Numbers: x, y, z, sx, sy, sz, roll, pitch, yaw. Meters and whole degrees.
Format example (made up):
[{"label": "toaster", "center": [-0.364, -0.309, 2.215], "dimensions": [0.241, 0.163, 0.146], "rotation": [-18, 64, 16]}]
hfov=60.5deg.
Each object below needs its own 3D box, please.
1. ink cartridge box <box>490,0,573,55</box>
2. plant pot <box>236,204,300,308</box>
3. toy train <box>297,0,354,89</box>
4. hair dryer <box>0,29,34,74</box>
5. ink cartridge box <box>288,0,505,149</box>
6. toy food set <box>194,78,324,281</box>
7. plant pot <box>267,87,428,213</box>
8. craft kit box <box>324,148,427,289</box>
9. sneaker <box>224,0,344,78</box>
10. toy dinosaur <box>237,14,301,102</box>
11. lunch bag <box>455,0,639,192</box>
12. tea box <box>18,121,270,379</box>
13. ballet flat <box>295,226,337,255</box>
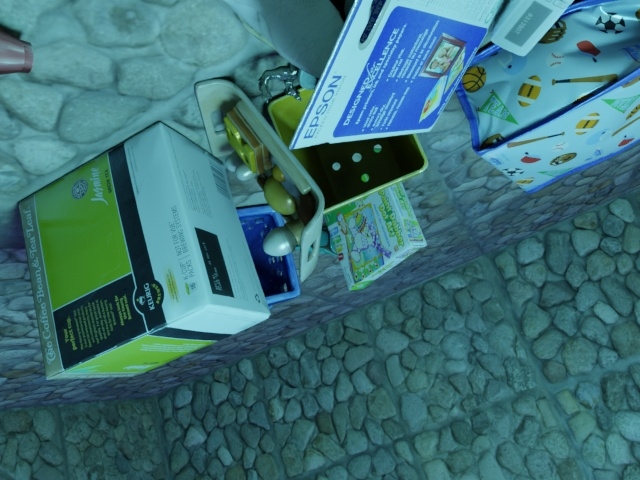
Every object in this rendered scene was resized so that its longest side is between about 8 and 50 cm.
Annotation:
[{"label": "ink cartridge box", "center": [0.286, -0.364, 0.646], "dimensions": [0.066, 0.232, 0.189], "rotation": [26, 149, -5]}, {"label": "plant pot", "center": [-0.208, 0.069, 1.328], "dimensions": [0.235, 0.236, 0.212], "rotation": [-9, 165, -26]}, {"label": "toy train", "center": [0.075, -0.288, 0.716], "dimensions": [0.190, 0.142, 0.334], "rotation": [-31, 155, -18]}, {"label": "hair dryer", "center": [-0.478, -0.199, 0.612], "dimensions": [0.293, 0.080, 0.223], "rotation": [-11, 175, -9]}, {"label": "ink cartridge box", "center": [0.101, -0.249, 0.575], "dimensions": [0.307, 0.072, 0.304], "rotation": [-17, 143, -50]}, {"label": "toy food set", "center": [-0.103, -0.091, 0.899], "dimensions": [0.092, 0.306, 0.220], "rotation": [-33, 163, -14]}, {"label": "plant pot", "center": [0.056, -0.169, 0.998], "dimensions": [0.212, 0.212, 0.187], "rotation": [-23, 173, 7]}, {"label": "craft kit box", "center": [0.113, -0.044, 1.293], "dimensions": [0.060, 0.250, 0.246], "rotation": [-2, 153, -38]}, {"label": "sneaker", "center": [-0.046, -0.264, 0.648], "dimensions": [0.080, 0.212, 0.094], "rotation": [-47, 175, 1]}, {"label": "toy dinosaur", "center": [-0.038, -0.268, 0.832], "dimensions": [0.268, 0.064, 0.118], "rotation": [0, 138, -43]}, {"label": "lunch bag", "center": [0.495, -0.288, 1.038], "dimensions": [0.385, 0.239, 0.327], "rotation": [-24, 160, 32]}, {"label": "tea box", "center": [-0.312, 0.035, 0.972], "dimensions": [0.323, 0.329, 0.220], "rotation": [-23, 161, 14]}, {"label": "ballet flat", "center": [0.000, 0.000, 1.584], "dimensions": [0.087, 0.083, 0.247], "rotation": [-3, 172, 34]}]
